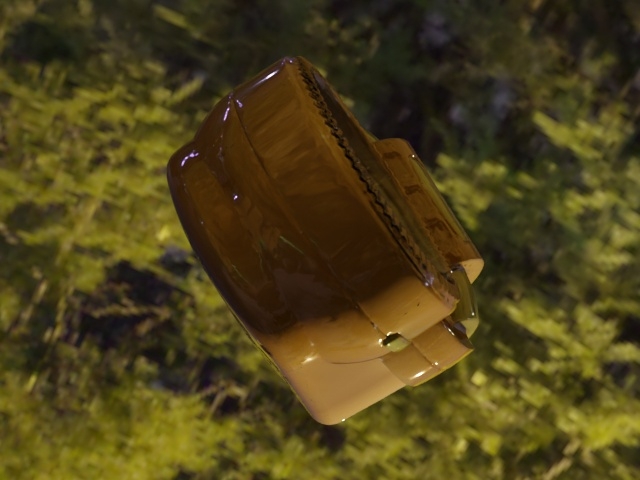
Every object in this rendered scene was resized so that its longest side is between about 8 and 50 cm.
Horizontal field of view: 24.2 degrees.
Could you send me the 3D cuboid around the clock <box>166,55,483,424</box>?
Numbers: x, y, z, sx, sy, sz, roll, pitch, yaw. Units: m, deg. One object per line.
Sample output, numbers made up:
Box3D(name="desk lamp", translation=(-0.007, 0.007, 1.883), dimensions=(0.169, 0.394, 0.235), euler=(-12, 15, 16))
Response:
Box3D(name="clock", translation=(0.000, 0.000, 1.145), dimensions=(0.244, 0.200, 0.317), euler=(56, -176, 17))
